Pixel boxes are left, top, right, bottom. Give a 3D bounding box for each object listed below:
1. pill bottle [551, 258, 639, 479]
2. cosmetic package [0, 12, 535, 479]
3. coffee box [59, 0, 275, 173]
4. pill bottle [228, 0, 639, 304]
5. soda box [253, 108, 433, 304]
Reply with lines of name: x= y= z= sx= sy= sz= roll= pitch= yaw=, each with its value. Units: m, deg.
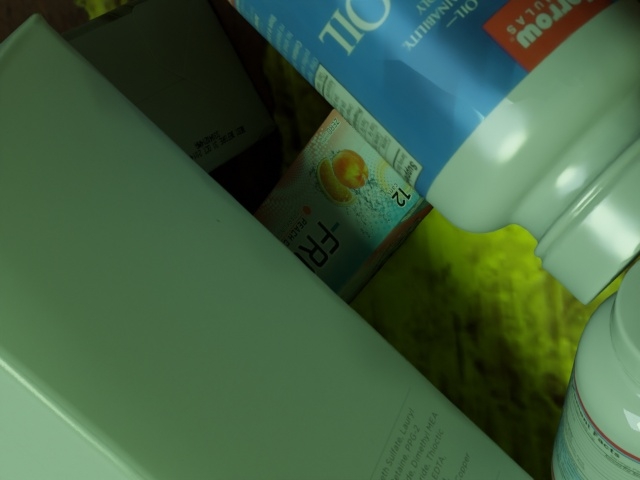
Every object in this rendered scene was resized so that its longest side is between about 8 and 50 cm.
pill bottle: x=0.150 y=0.070 z=0.700 sx=0.087 sy=0.087 sz=0.160 roll=33 pitch=153 yaw=20
cosmetic package: x=-0.076 y=0.112 z=0.745 sx=0.385 sy=0.156 sz=0.217 roll=46 pitch=135 yaw=-16
coffee box: x=-0.164 y=-0.036 z=0.883 sx=0.246 sy=0.141 sz=0.098 roll=-24 pitch=97 yaw=41
pill bottle: x=0.068 y=-0.082 z=0.696 sx=0.221 sy=0.124 sz=0.124 roll=45 pitch=131 yaw=9
soda box: x=0.000 y=0.000 z=0.833 sx=0.063 sy=0.058 sz=0.183 roll=47 pitch=132 yaw=8
